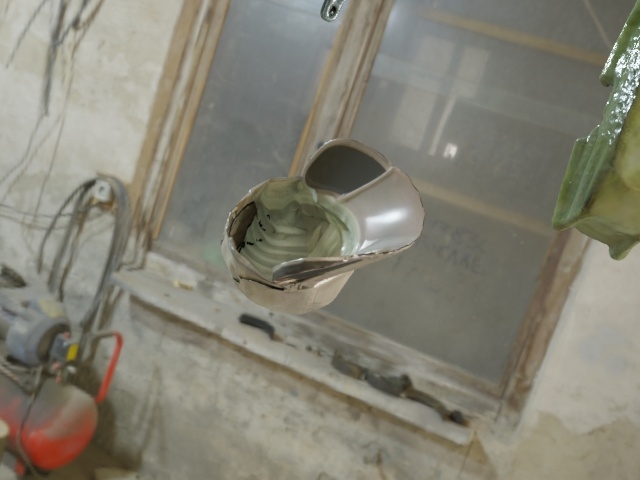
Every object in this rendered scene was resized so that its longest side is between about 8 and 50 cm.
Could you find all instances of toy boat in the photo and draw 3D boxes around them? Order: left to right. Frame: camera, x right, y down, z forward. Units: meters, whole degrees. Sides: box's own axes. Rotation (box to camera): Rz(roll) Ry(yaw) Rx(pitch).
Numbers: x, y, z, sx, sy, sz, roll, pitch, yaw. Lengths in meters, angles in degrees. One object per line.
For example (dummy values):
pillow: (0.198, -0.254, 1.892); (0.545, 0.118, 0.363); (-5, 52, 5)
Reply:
toy boat: (0.255, -0.130, 0.537); (0.093, 0.293, 0.055); (25, -4, -5)

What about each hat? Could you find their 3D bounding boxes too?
hat: (0.006, -0.004, 0.989); (0.275, 0.232, 0.161); (-15, -46, 28)

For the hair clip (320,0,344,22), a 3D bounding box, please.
hair clip: (0.075, -0.397, 0.969); (0.048, 0.275, 0.083); (11, 47, -29)
